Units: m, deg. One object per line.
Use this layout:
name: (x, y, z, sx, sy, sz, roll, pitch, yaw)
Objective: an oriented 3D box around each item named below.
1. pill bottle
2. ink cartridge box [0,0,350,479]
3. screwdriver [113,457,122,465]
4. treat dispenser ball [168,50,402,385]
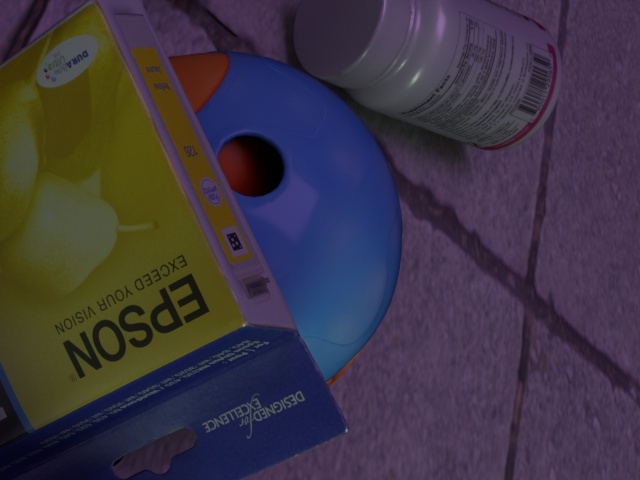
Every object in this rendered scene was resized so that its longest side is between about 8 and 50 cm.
pill bottle: (0.117, -0.204, 1.504, 0.283, 0.160, 0.160, 15, 57, -42)
ink cartridge box: (-0.174, 0.045, 0.920, 0.072, 0.304, 0.307, -14, 77, -60)
screwdriver: (-0.218, 0.118, 1.063, 0.170, 0.024, 0.025, 39, 72, -16)
treat dispenser ball: (-0.081, -0.002, 1.065, 0.288, 0.288, 0.288, 26, 51, -36)
